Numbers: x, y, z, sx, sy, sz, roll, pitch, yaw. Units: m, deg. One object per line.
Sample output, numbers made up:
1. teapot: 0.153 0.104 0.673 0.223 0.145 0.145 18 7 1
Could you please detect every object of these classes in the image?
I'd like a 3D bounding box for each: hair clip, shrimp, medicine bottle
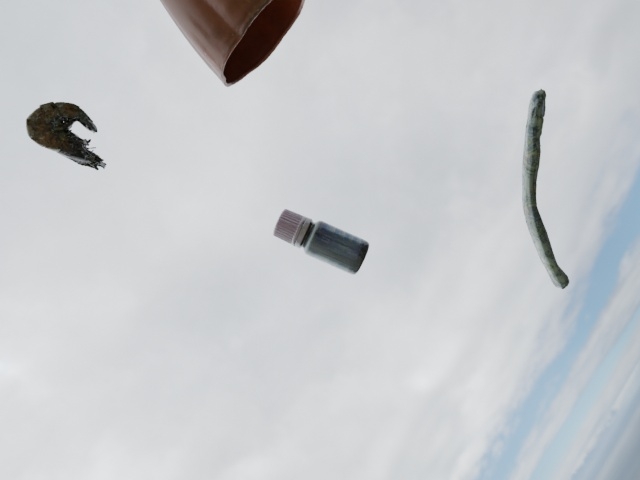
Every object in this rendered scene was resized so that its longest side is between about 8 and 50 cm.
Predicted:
1. hair clip: 0.246 -0.050 0.472 0.066 0.036 0.229 -45 -57 -66
2. shrimp: -0.422 -0.178 0.732 0.091 0.034 0.161 -52 -26 -5
3. medicine bottle: 0.000 0.000 0.917 0.083 0.203 0.083 -156 90 -88

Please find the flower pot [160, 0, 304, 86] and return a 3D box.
1. flower pot: -0.142 -0.352 0.606 0.173 0.191 0.190 41 -101 -9
